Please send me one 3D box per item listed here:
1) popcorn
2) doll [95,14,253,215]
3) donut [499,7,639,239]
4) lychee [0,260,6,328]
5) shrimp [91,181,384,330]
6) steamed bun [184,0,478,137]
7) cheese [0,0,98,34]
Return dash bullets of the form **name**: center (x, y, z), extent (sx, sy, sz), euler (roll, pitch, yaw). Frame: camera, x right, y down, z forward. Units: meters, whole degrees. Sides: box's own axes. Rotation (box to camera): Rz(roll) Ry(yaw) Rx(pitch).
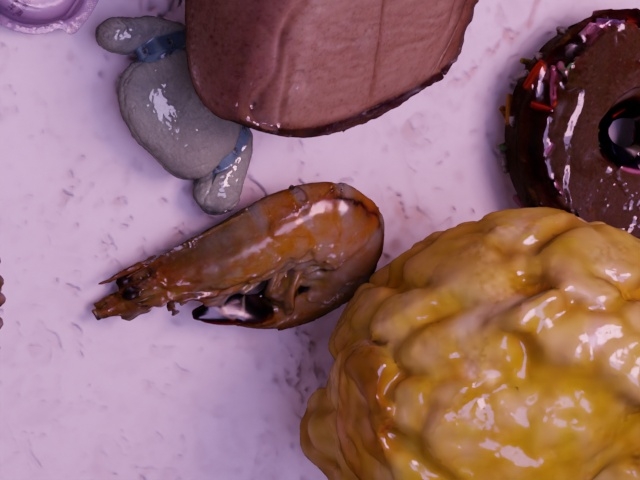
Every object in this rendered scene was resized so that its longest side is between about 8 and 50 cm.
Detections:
- **popcorn**: center (0.174, 0.141, 1.508), extent (0.344, 0.354, 0.390), euler (21, 111, 4)
- **doll**: center (-0.126, -0.119, 1.454), extent (0.103, 0.071, 0.214), euler (-40, 114, -13)
- **donut**: center (0.301, -0.111, 1.648), extent (0.269, 0.103, 0.270), euler (-5, 101, -27)
- **lychee**: center (-0.425, 0.051, 1.184), extent (0.432, 0.380, 0.380), euler (5, 99, -46)
- **shrimp**: center (-0.071, 0.038, 1.513), extent (0.287, 0.063, 0.152), euler (-21, 129, -6)
- **steamed bun**: center (-0.003, -0.242, 1.415), extent (0.301, 0.199, 0.251), euler (-20, 138, -38)
- **cheese**: center (-0.273, -0.249, 1.373), extent (0.191, 0.042, 0.105), euler (38, 82, -26)
